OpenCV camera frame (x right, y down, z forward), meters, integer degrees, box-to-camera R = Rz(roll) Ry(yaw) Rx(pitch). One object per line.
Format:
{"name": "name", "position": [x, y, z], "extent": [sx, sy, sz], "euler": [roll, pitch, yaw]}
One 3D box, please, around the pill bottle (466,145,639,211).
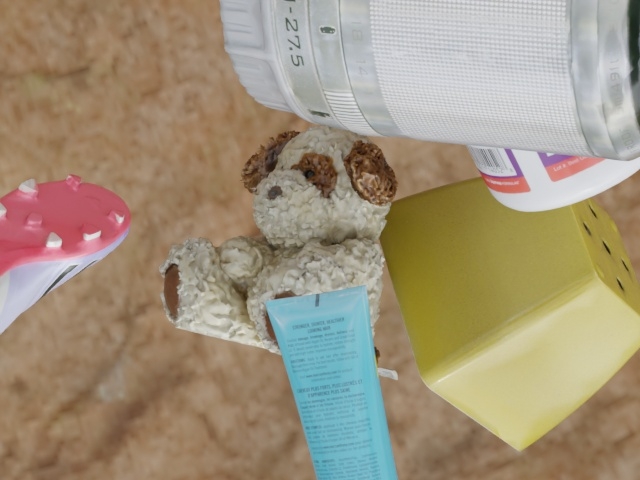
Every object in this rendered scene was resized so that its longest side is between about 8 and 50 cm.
{"name": "pill bottle", "position": [0.171, -0.198, 1.747], "extent": [0.181, 0.181, 0.323], "euler": [-28, 110, 4]}

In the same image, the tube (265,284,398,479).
{"name": "tube", "position": [0.019, 0.137, 1.396], "extent": [0.080, 0.052, 0.207], "euler": [-11, 95, 20]}

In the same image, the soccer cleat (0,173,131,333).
{"name": "soccer cleat", "position": [-0.236, 0.028, 1.449], "extent": [0.248, 0.083, 0.095], "euler": [-36, 158, -49]}

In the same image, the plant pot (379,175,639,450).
{"name": "plant pot", "position": [0.202, 0.048, 1.938], "extent": [0.187, 0.212, 0.212], "euler": [-30, 143, 20]}

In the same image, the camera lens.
{"name": "camera lens", "position": [0.101, -0.168, 1.219], "extent": [0.274, 0.219, 0.219], "euler": [7, 136, 23]}

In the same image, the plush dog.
{"name": "plush dog", "position": [0.000, 0.000, 1.871], "extent": [0.210, 0.262, 0.225], "euler": [15, 87, -37]}
